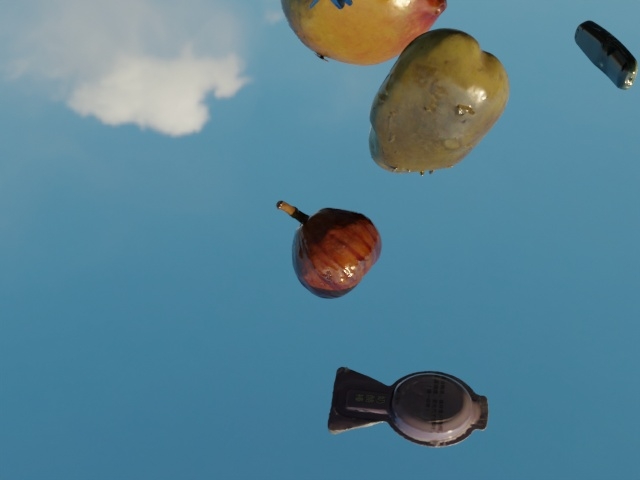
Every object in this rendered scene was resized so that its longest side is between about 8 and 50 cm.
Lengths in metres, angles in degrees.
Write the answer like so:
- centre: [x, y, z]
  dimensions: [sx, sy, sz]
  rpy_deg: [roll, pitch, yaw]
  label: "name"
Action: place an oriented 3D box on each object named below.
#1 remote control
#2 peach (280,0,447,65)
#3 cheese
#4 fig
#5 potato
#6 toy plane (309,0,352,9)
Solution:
- centre: [0.599, -0.394, 1.919]
  dimensions: [0.042, 0.072, 0.222]
  rpy_deg: [-4, -140, -16]
  label: "remote control"
- centre: [0.091, -0.544, 1.922]
  dimensions: [0.372, 0.373, 0.289]
  rpy_deg: [37, -161, 34]
  label: "peach"
- centre: [0.107, 0.199, 1.106]
  dimensions: [0.190, 0.042, 0.105]
  rpy_deg: [6, -131, 8]
  label: "cheese"
- centre: [0.006, 0.016, 1.229]
  dimensions: [0.150, 0.128, 0.128]
  rpy_deg: [8, -144, -6]
  label: "fig"
- centre: [0.180, -0.205, 1.464]
  dimensions: [0.191, 0.296, 0.141]
  rpy_deg: [22, -131, -12]
  label: "potato"
- centre: [0.001, -0.507, 1.625]
  dimensions: [0.169, 0.246, 0.078]
  rpy_deg: [42, -110, 10]
  label: "toy plane"
